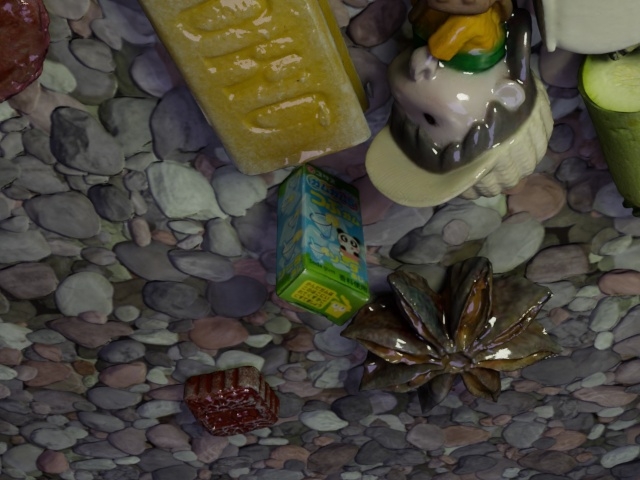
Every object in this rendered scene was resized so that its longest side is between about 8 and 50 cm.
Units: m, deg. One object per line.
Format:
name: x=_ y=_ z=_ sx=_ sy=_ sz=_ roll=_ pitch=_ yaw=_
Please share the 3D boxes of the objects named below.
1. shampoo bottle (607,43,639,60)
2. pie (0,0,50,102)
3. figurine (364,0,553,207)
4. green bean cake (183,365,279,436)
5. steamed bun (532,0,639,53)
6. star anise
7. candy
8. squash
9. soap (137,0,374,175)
shampoo bottle: x=0.362 y=-0.246 z=0.843 sx=0.079 sy=0.079 sz=0.162 roll=30 pitch=128 yaw=-29
pie: x=-0.390 y=-0.228 z=0.851 sx=0.204 sy=0.054 sz=0.219 roll=-34 pitch=128 yaw=29
figurine: x=0.151 y=-0.195 z=0.834 sx=0.204 sy=0.185 sz=0.332 roll=-10 pitch=123 yaw=-26
green bean cake: x=-0.147 y=0.272 z=1.371 sx=0.135 sy=0.056 sz=0.135 roll=-16 pitch=134 yaw=12
steamed bun: x=0.267 y=-0.299 z=0.735 sx=0.164 sy=0.146 sz=0.241 roll=-10 pitch=134 yaw=12
star anise: x=0.188 y=0.137 z=1.207 sx=0.332 sy=0.117 sz=0.331 roll=-2 pitch=127 yaw=-3
candy: x=0.000 y=0.000 z=0.998 sx=0.097 sy=0.194 sz=0.062 roll=26 pitch=128 yaw=-25
squash: x=0.400 y=-0.109 z=0.966 sx=0.137 sy=0.137 sz=0.287 roll=-21 pitch=139 yaw=18
soap: x=-0.064 y=-0.206 z=0.863 sx=0.173 sy=0.089 sz=0.274 roll=-16 pitch=133 yaw=15
